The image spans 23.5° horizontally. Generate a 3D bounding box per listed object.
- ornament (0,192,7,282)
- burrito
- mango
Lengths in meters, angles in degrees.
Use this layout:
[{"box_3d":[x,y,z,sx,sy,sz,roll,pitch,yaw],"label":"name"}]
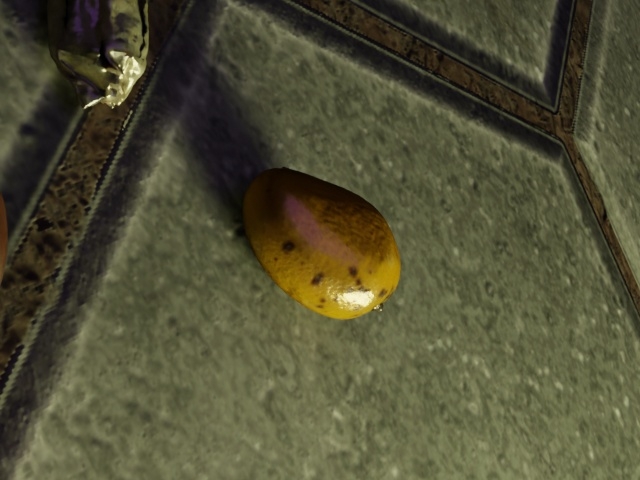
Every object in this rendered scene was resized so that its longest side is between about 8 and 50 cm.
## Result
[{"box_3d":[-0.235,0.028,0.403,0.218,0.235,0.221,10,47,-48],"label":"ornament"},{"box_3d":[-0.117,-0.152,0.821,0.058,0.045,0.188,9,63,-25],"label":"burrito"},{"box_3d":[0.000,0.000,0.888,0.114,0.057,0.079,41,49,-31],"label":"mango"}]
